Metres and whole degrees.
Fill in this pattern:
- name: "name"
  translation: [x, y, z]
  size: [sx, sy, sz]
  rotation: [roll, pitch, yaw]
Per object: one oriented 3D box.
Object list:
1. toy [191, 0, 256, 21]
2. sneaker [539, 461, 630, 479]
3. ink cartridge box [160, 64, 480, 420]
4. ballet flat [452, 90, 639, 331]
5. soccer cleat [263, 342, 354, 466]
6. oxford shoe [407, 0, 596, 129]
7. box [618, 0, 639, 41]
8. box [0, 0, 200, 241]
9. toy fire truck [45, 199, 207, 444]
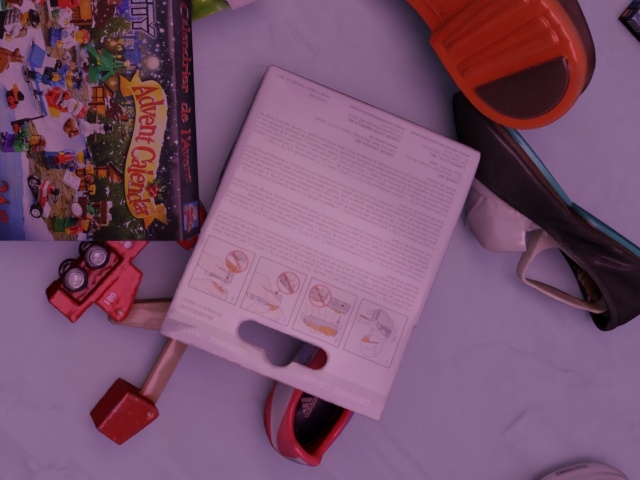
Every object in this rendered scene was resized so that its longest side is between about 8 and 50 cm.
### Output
- name: "toy"
  translation: [-0.127, -0.279, 0.853]
  size: [0.136, 0.056, 0.237]
  rotation: [-19, 100, 8]
- name: "sneaker"
  translation: [0.172, 0.294, 1.000]
  size: [0.305, 0.152, 0.114]
  rotation: [-24, 107, -11]
- name: "ink cartridge box"
  translation: [0.000, 0.000, 0.901]
  size: [0.189, 0.066, 0.232]
  rotation: [22, 83, -4]
- name: "ballet flat"
  translation: [0.194, -0.012, 0.991]
  size: [0.280, 0.095, 0.096]
  rotation: [40, 98, -19]
- name: "soccer cleat"
  translation: [0.029, 0.073, 0.948]
  size: [0.083, 0.095, 0.248]
  rotation: [28, 90, -19]
- name: "oxford shoe"
  translation: [0.103, -0.262, 0.921]
  size: [0.130, 0.132, 0.364]
  rotation: [-27, 96, 33]
- name: "box"
  translation: [0.350, -0.193, 1.041]
  size: [0.137, 0.027, 0.094]
  rotation: [41, 87, -19]
- name: "box"
  translation: [-0.175, -0.116, 0.838]
  size: [0.159, 0.044, 0.233]
  rotation: [0, 98, 13]
- name: "toy fire truck"
  translation: [-0.145, 0.052, 0.916]
  size: [0.135, 0.047, 0.192]
  rotation: [44, 84, -19]
